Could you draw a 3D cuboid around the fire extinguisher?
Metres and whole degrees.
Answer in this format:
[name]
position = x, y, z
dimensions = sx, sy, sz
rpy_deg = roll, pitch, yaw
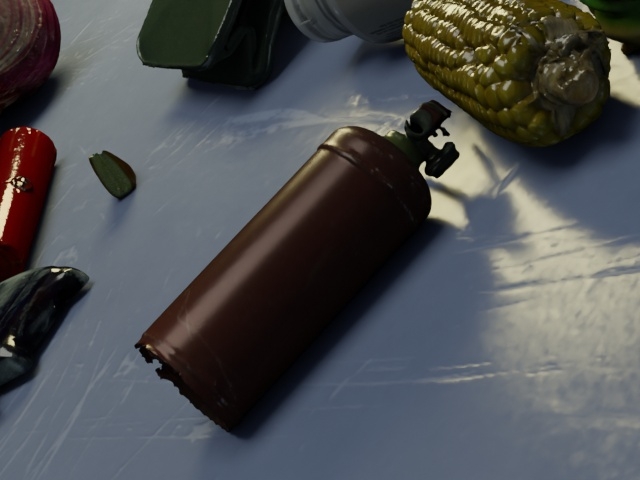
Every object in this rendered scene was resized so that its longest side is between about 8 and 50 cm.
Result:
[fire extinguisher]
position = 0.000, 0.000, 1.483
dimensions = 0.337, 0.106, 0.147
rpy_deg = -46, 0, -12

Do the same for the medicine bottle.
[medicine bottle]
position = 0.067, -0.261, 1.759
dimensions = 0.215, 0.135, 0.135
rpy_deg = -15, 35, 45

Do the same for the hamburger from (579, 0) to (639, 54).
[hamburger]
position = 0.276, -0.273, 1.454
dimensions = 0.237, 0.149, 0.237
rpy_deg = -35, 25, 19

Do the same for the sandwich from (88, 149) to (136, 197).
[sandwich]
position = -0.220, -0.068, 1.988
dimensions = 0.031, 0.044, 0.083
rpy_deg = -34, -18, 7

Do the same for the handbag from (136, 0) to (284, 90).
[handbag]
position = -0.102, -0.302, 2.027
dimensions = 0.247, 0.079, 0.260
rpy_deg = 16, 89, 64

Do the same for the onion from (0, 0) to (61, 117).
[onion]
position = -0.471, -0.253, 2.472
dimensions = 0.230, 0.272, 0.256
rpy_deg = -26, 19, -35

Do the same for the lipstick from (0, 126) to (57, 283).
[lipstick]
position = -0.351, -0.041, 2.100
dimensions = 0.073, 0.073, 0.280
rpy_deg = -33, 26, 18

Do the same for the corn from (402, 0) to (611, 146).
[corn]
position = 0.146, -0.153, 1.487
dimensions = 0.119, 0.119, 0.322
rpy_deg = -41, 24, 1

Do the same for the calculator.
[calculator]
position = -0.354, 0.107, 1.903
dimensions = 0.268, 0.040, 0.177
rpy_deg = -24, 27, 44

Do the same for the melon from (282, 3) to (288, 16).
[melon]
position = -0.030, -0.319, 2.071
dimensions = 0.160, 0.079, 0.128
rpy_deg = -38, 23, 7
